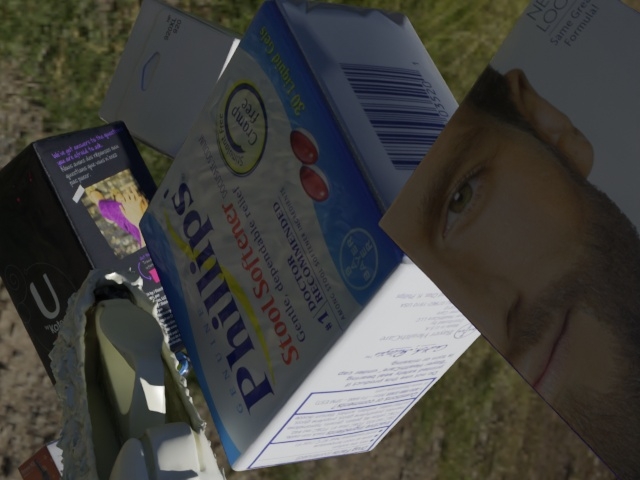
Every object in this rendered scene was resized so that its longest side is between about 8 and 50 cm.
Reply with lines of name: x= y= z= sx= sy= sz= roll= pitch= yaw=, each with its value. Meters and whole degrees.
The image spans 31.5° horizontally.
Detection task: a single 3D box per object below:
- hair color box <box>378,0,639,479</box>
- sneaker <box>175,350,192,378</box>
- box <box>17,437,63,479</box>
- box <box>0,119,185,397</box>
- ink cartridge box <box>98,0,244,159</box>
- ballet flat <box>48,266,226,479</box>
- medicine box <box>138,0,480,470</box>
hair color box: x=0.196 y=0.025 z=0.565 sx=0.110 sy=0.339 sz=0.185 roll=19 pitch=112 yaw=-43
sneaker: x=-0.230 y=0.217 z=1.695 sx=0.078 sy=0.188 sz=0.067 roll=5 pitch=53 yaw=-26
box: x=-0.402 y=0.413 z=1.860 sx=0.091 sy=0.130 sz=0.171 roll=-20 pitch=76 yaw=-43
box: x=-0.258 y=0.026 z=1.291 sx=0.143 sy=0.165 sz=0.270 roll=-23 pitch=84 yaw=-50
ink cartridge box: x=-0.131 y=-0.188 z=1.475 sx=0.232 sy=0.168 sz=0.171 roll=8 pitch=108 yaw=-57
ballet flat: x=-0.154 y=0.170 z=0.953 sx=0.147 sy=0.409 sz=0.147 roll=-14 pitch=132 yaw=-16
medicine box: x=0.000 y=0.000 z=0.929 sx=0.149 sy=0.289 sz=0.264 roll=-1 pitch=52 yaw=-37
